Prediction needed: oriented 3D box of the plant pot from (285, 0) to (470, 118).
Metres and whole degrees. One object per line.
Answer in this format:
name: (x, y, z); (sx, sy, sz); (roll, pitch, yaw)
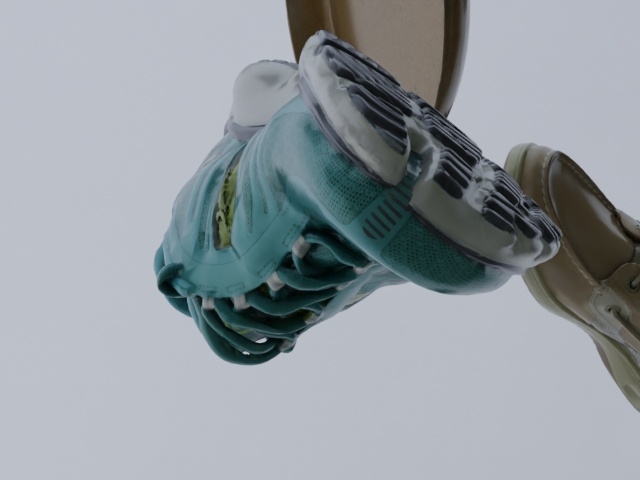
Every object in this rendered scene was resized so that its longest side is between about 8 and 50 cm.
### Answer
plant pot: (0.035, -0.155, 1.035); (0.032, 0.236, 0.236); (-8, -74, -22)

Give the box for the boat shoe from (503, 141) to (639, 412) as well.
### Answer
boat shoe: (0.241, 0.029, 1.313); (0.302, 0.098, 0.109); (50, -134, -34)

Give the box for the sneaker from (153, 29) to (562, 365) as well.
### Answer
sneaker: (0.000, 0.000, 0.605); (0.107, 0.275, 0.110); (39, -98, -10)
